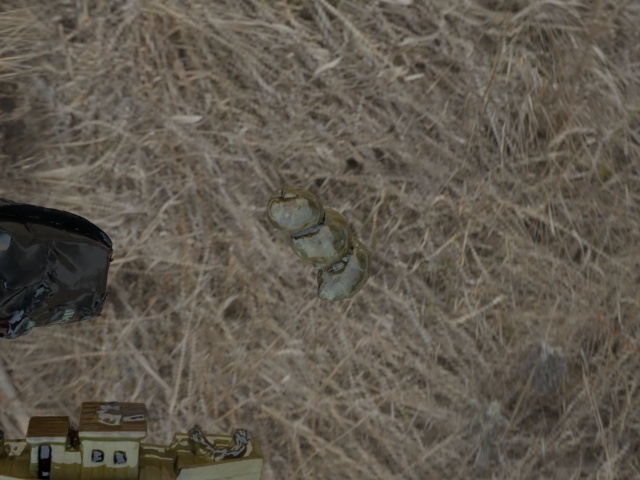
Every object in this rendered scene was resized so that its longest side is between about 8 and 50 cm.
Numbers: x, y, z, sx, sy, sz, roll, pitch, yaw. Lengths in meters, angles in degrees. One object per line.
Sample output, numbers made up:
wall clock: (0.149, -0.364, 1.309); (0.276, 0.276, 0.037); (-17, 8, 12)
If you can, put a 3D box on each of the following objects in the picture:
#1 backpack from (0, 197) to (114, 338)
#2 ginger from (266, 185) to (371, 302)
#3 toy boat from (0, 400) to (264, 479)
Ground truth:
backpack: (-0.231, 0.021, 0.728); (0.120, 0.165, 0.106); (10, 85, 40)
ginger: (0.000, 0.000, 1.378); (0.080, 0.104, 0.204); (3, 140, 42)
toy boat: (-0.140, 0.138, 0.638); (0.206, 0.064, 0.072); (5, 105, -13)
